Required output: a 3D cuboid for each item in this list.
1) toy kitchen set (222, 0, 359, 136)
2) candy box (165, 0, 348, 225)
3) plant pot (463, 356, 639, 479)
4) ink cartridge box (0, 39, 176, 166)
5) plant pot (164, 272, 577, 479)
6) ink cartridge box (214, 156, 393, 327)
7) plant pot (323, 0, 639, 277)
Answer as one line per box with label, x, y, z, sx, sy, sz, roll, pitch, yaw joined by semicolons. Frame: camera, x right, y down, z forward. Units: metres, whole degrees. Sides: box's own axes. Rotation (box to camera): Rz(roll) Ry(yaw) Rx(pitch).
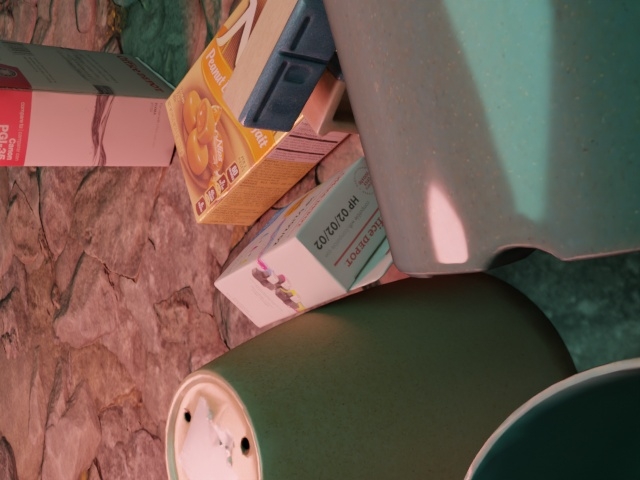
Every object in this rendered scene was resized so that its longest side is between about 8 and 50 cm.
toy kitchen set;0.059;-0.106;0.597;0.166;0.207;0.122;56;129;33
candy box;-0.053;-0.170;0.818;0.316;0.088;0.182;-39;61;42
plant pot;0.248;0.193;0.356;0.293;0.235;0.292;-2;88;49
ink cartridge box;-0.370;-0.197;1.038;0.207;0.283;0.117;41;123;41
plant pot;0.025;0.154;0.585;0.256;0.274;0.256;0;91;50
ink cartridge box;0.000;0.000;0.591;0.061;0.104;0.181;46;144;-12
plant pot;0.143;-0.162;0.437;0.341;0.341;0.334;-11;90;49
